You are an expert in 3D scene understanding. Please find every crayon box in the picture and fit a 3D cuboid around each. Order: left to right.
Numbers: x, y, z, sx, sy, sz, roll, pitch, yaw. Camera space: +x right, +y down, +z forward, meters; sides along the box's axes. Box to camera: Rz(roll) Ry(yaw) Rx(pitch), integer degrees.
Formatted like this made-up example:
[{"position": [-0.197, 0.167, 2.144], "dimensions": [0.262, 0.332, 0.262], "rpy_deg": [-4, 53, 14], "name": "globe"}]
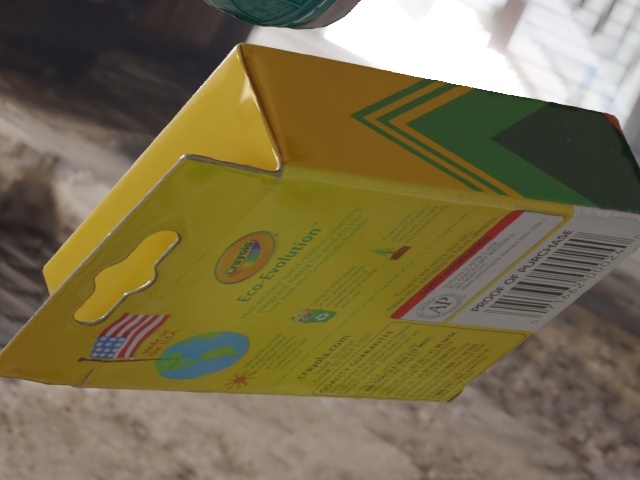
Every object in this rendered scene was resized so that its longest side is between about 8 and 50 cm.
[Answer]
[{"position": [0.000, 0.000, 0.959], "dimensions": [0.319, 0.081, 0.202], "rpy_deg": [7, -37, -40], "name": "crayon box"}]

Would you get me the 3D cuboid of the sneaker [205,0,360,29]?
[{"position": [-0.037, -0.210, 0.529], "dimensions": [0.121, 0.108, 0.302], "rpy_deg": [-9, -73, -36], "name": "sneaker"}]
